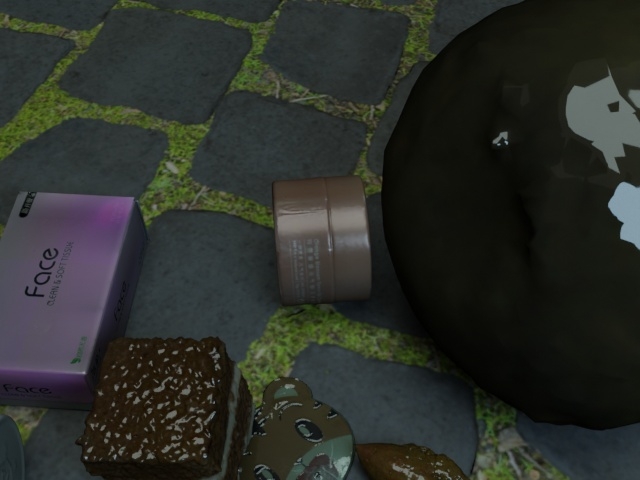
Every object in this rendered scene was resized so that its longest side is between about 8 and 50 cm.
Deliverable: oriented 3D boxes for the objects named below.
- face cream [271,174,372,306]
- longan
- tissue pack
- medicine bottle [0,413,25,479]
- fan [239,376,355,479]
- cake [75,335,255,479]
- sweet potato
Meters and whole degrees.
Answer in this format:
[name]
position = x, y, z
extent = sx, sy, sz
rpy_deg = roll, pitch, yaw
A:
[face cream]
position = 0.000, 0.000, 0.895
extent = 0.104, 0.149, 0.149
rpy_deg = -4, 52, -2
[longan]
position = 0.258, -0.046, 0.776
extent = 0.404, 0.404, 0.435
rpy_deg = 0, 54, 0
[tissue pack]
position = -0.297, 0.063, 0.884
extent = 0.149, 0.092, 0.246
rpy_deg = 3, 52, 1
[medicine bottle]
position = -0.417, 0.233, 0.725
extent = 0.237, 0.139, 0.139
rpy_deg = -4, 52, -2
[fan]
position = -0.003, 0.245, 0.794
extent = 0.227, 0.008, 0.152
rpy_deg = 31, 59, 23
[cake]
position = -0.143, 0.184, 0.751
extent = 0.135, 0.147, 0.135
rpy_deg = 1, 53, 6
[sweet potato]
position = 0.124, 0.253, 0.758
extent = 0.206, 0.060, 0.068
rpy_deg = 33, 90, 12
